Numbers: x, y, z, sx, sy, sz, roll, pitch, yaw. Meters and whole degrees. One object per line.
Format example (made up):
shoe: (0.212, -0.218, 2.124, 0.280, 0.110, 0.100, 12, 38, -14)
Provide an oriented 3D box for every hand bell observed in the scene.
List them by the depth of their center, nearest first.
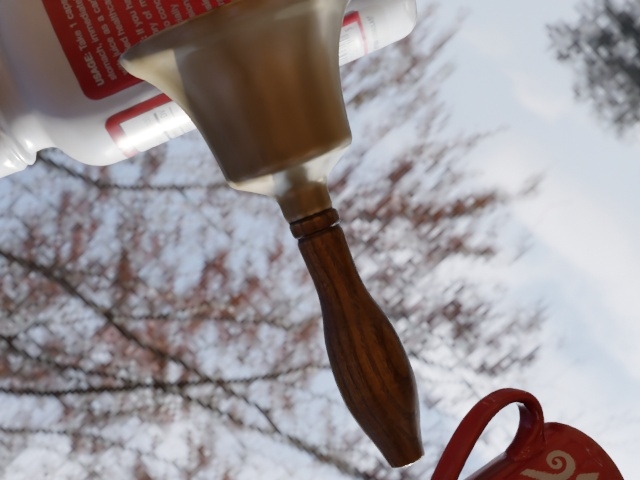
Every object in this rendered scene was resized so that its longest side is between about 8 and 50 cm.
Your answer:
hand bell: (0.000, 0.000, 0.734, 0.242, 0.126, 0.126, 70, -158, -4)

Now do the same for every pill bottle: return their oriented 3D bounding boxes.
pill bottle: (-0.142, -0.205, 1.249, 0.229, 0.408, 0.229, 157, 90, -90)

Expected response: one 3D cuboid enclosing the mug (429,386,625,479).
mug: (0.122, 0.202, 1.065, 0.169, 0.113, 0.150, -24, -103, -34)
